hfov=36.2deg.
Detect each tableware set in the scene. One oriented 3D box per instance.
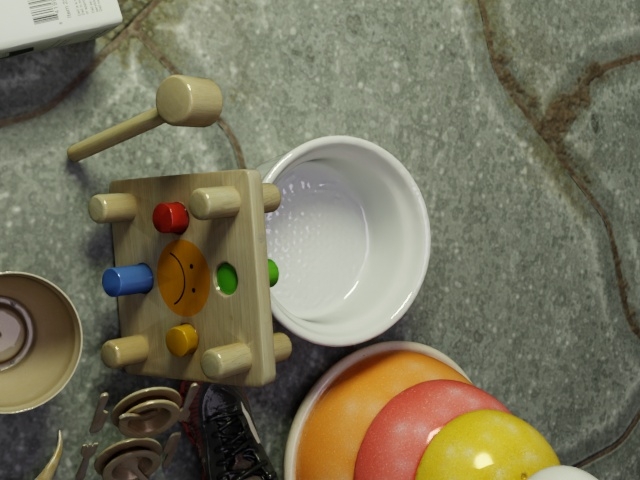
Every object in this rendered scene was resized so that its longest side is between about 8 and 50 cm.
[{"bbox_3d":[-0.223,0.251,1.206,0.128,0.194,0.039,-3,48,-28],"label":"tableware set"}]

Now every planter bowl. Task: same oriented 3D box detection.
[{"bbox_3d":[-0.374,0.115,1.152,0.162,0.109,0.162,0,91,-29],"label":"planter bowl"}]

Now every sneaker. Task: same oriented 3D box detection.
[{"bbox_3d":[-0.114,0.282,1.282,0.097,0.135,0.276,-12,96,-26],"label":"sneaker"}]

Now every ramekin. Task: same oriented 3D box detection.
[{"bbox_3d":[0.000,0.000,1.338,0.277,0.135,0.277,0,91,-29],"label":"ramekin"}]

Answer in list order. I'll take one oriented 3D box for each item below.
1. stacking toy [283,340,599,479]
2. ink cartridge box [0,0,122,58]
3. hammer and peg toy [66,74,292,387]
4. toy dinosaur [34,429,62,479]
[{"bbox_3d":[0.197,0.326,1.255,0.350,0.480,0.351,-1,92,-28],"label":"stacking toy"},{"bbox_3d":[-0.404,-0.312,1.119,0.289,0.121,0.211,-19,100,-27],"label":"ink cartridge box"},{"bbox_3d":[-0.169,-0.009,1.193,0.127,0.266,0.361,-8,95,-50],"label":"hammer and peg toy"},{"bbox_3d":[-0.356,0.329,1.198,0.183,0.053,0.093,-47,110,-20],"label":"toy dinosaur"}]
